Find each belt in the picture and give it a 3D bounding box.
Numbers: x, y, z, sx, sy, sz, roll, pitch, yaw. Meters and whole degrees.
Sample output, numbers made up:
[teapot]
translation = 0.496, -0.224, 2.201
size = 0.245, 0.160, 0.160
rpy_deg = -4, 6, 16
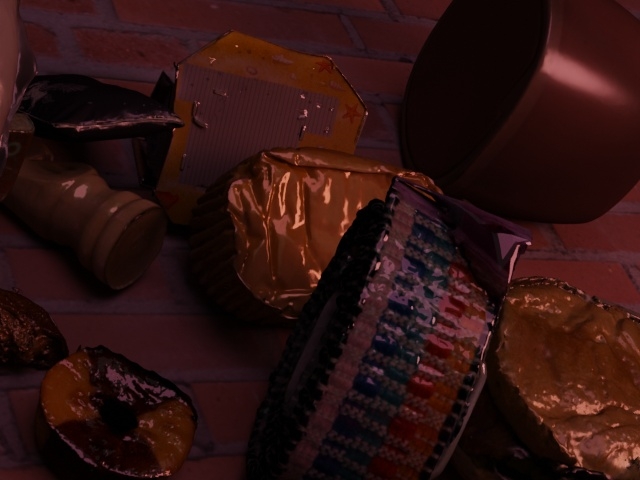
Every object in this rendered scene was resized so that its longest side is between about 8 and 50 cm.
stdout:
[belt]
translation = 0.061, 0.113, 1.338
size = 0.160, 0.207, 0.295
rpy_deg = 27, 77, -9

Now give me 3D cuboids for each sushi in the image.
[sushi]
translation = -0.269, 0.078, 1.319
size = 0.118, 0.061, 0.060
rpy_deg = 12, 29, -25

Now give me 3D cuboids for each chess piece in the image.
[chess piece]
translation = -0.249, -0.041, 1.463
size = 0.200, 0.090, 0.090
rpy_deg = 32, 36, 20

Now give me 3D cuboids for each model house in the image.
[model house]
translation = -0.083, -0.111, 1.608
size = 0.219, 0.207, 0.136
rpy_deg = 8, 6, -27

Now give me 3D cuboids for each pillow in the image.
[pillow]
translation = -0.242, -0.131, 1.507
size = 0.141, 0.055, 0.208
rpy_deg = -7, 16, -33

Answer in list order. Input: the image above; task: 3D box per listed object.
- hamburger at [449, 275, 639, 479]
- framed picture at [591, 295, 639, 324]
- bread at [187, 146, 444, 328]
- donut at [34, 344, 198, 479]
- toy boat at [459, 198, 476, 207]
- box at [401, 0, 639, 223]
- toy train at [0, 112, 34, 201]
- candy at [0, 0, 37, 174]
[hamburger]
translation = 0.231, 0.163, 1.507
size = 0.285, 0.134, 0.265
rpy_deg = 23, 35, -21
[framed picture]
translation = 0.435, 0.185, 1.710
size = 0.290, 0.020, 0.211
rpy_deg = 22, 38, -13
[bread]
translation = 0.000, 0.000, 1.501
size = 0.250, 0.133, 0.179
rpy_deg = -2, 78, -22
[donut]
translation = -0.175, 0.157, 1.293
size = 0.140, 0.059, 0.140
rpy_deg = 19, 39, -16
[toy boat]
translation = 0.137, 0.032, 1.635
size = 0.077, 0.075, 0.185
rpy_deg = 27, 41, -10
[box]
translation = 0.258, -0.167, 1.775
size = 0.216, 0.301, 0.301
rpy_deg = 19, 38, -23
[toy train]
translation = -0.386, -0.146, 1.419
size = 0.129, 0.159, 0.326
rpy_deg = -5, 46, -42
[candy]
translation = -0.419, -0.137, 1.229
size = 0.186, 0.386, 0.427
rpy_deg = 39, 26, -59
